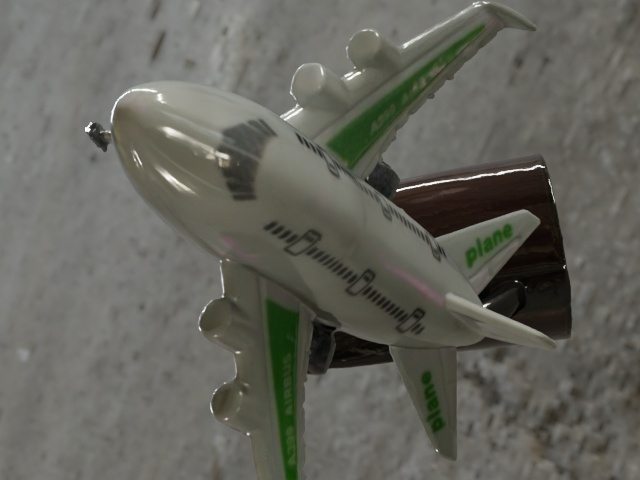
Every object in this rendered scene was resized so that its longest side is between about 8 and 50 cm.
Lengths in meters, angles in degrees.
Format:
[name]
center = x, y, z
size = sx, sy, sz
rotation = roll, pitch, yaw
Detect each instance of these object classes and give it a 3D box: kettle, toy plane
[kettle]
center = 0.068, 0.035, 1.335
size = 0.202, 0.232, 0.144
rotation = -95, -6, -60
[toy plane]
center = -0.003, 0.000, 0.707
size = 0.101, 0.255, 0.251
rotation = 10, 76, 43
